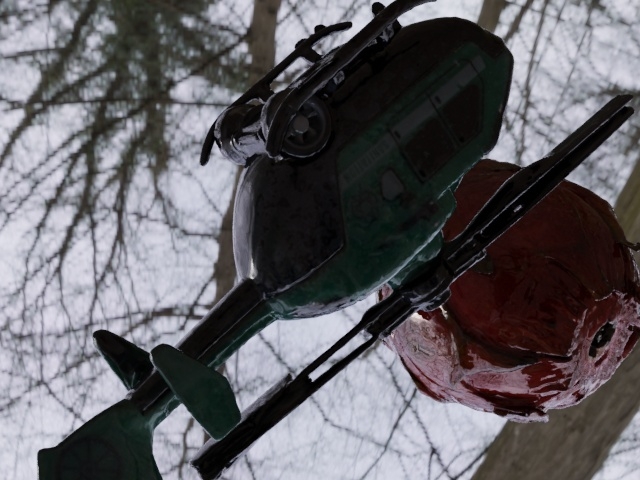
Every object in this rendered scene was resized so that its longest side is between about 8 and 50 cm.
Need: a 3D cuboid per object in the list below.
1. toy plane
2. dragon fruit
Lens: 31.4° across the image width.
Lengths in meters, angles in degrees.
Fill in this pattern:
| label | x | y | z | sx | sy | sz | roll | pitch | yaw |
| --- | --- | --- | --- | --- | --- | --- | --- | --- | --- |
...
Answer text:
| label | x | y | z | sx | sy | sz | roll | pitch | yaw |
| --- | --- | --- | --- | --- | --- | --- | --- | --- | --- |
| toy plane | 0.000 | 0.000 | 0.586 | 0.381 | 0.106 | 0.155 | -44 | -73 | -22 |
| dragon fruit | 0.163 | 0.044 | 1.026 | 0.240 | 0.241 | 0.252 | -6 | -154 | -11 |
